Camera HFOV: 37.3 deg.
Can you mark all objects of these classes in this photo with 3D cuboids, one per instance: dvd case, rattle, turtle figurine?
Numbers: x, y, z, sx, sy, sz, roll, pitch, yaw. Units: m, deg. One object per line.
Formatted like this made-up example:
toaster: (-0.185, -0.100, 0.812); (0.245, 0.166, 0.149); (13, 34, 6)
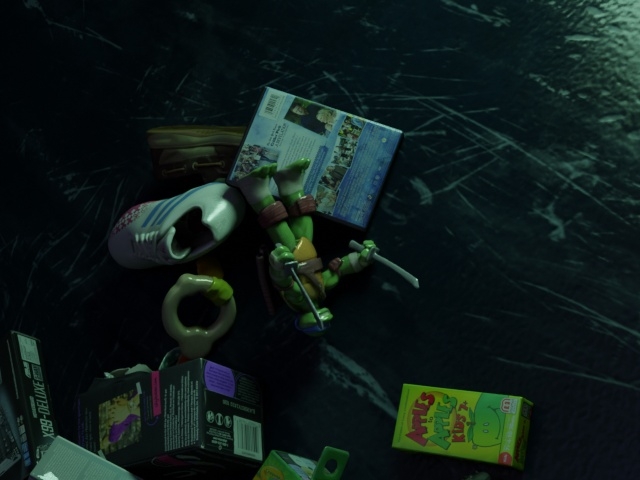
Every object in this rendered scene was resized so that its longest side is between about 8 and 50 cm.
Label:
dvd case: (-0.011, -0.134, 1.556); (0.253, 0.022, 0.180); (20, 82, 11)
rattle: (-0.228, 0.136, 1.635); (0.143, 0.130, 0.200); (41, 122, 50)
turtle figurine: (0.000, 0.000, 1.430); (0.197, 0.274, 0.266); (-20, 85, -19)

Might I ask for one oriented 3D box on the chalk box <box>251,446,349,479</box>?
chalk box: (-0.026, 0.389, 1.334); (0.132, 0.132, 0.213); (37, 95, 40)

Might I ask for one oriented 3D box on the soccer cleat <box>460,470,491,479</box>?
soccer cleat: (0.124, 0.432, 1.241); (0.318, 0.108, 0.116); (-44, 72, 9)

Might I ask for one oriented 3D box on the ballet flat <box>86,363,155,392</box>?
ballet flat: (-0.335, 0.251, 1.659); (0.203, 0.074, 0.074); (-16, 61, 36)

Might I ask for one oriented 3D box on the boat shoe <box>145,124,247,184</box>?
boat shoe: (-0.165, -0.139, 1.698); (0.342, 0.123, 0.123); (5, 103, 26)

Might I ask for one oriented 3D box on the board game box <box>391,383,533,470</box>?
board game box: (0.192, 0.254, 1.296); (0.181, 0.043, 0.092); (1, 71, 36)

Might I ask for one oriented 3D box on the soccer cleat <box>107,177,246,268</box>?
soccer cleat: (-0.276, -0.008, 1.662); (0.331, 0.116, 0.143); (-23, 26, 34)

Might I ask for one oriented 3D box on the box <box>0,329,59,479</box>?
box: (-0.616, 0.364, 1.801); (0.242, 0.076, 0.307); (-36, 53, 18)

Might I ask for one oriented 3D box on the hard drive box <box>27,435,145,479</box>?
hard drive box: (-0.337, 0.430, 1.438); (0.181, 0.232, 0.089); (-62, 0, 35)

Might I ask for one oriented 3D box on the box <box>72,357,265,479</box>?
box: (-0.242, 0.301, 1.505); (0.270, 0.165, 0.143); (-19, 60, 28)
